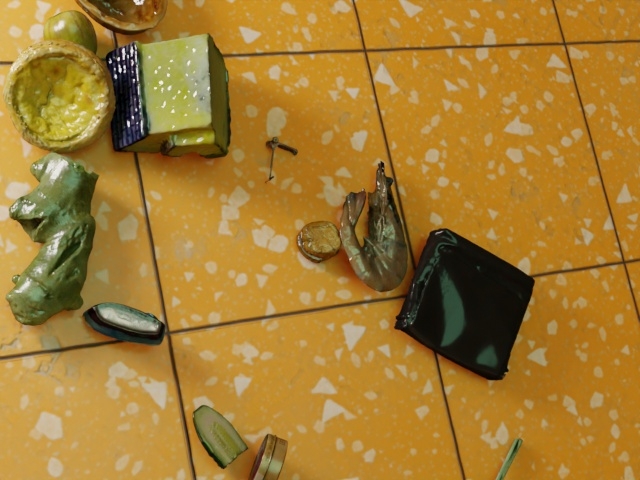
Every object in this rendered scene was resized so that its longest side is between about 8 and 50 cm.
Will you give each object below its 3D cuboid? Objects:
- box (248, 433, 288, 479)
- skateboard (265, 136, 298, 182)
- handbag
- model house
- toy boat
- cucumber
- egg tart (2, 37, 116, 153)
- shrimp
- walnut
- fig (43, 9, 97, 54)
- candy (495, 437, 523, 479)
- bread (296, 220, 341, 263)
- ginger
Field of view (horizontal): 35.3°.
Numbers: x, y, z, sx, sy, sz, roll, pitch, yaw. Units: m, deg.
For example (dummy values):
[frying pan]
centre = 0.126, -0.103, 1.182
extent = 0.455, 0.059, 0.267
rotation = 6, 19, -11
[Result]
[box]
centre = -0.088, 0.372, 1.656
extent = 0.037, 0.105, 0.105
rotation = 22, 67, -5
[skateboard]
centre = -0.075, -0.142, 1.855
extent = 0.064, 0.032, 0.083
rotation = 21, 65, -28
[handbag]
centre = 0.272, 0.122, 1.905
extent = 0.247, 0.080, 0.223
rotation = 29, 73, -16
[model house]
centre = -0.273, -0.238, 1.756
extent = 0.211, 0.170, 0.194
rotation = -5, 83, 4
[toy boat]
centre = -0.322, 0.137, 1.648
extent = 0.137, 0.061, 0.060
rotation = 16, 61, -10
[cucumber]
centre = -0.177, 0.324, 1.671
extent = 0.107, 0.035, 0.067
rotation = 54, 45, 0
[egg tart]
centre = -0.433, -0.242, 1.675
extent = 0.191, 0.074, 0.191
rotation = -5, 109, -14
[shrimp]
centre = 0.089, -0.026, 1.867
extent = 0.145, 0.059, 0.254
rotation = -2, 76, -33
[walnut]
centre = -0.373, -0.443, 1.776
extent = 0.167, 0.087, 0.211
rotation = -38, 94, -34
[fig]
centre = -0.420, -0.316, 1.741
extent = 0.093, 0.093, 0.166
rotation = -31, 119, -27
[candy]
centre = 0.311, 0.466, 1.835
extent = 0.077, 0.073, 0.262
rotation = 52, 54, -23
[bread]
centre = 0.000, 0.000, 1.835
extent = 0.081, 0.046, 0.083
rotation = 38, 66, -3
[ginger]
centre = -0.436, -0.004, 1.629
extent = 0.137, 0.089, 0.290
rotation = 9, 76, -40
